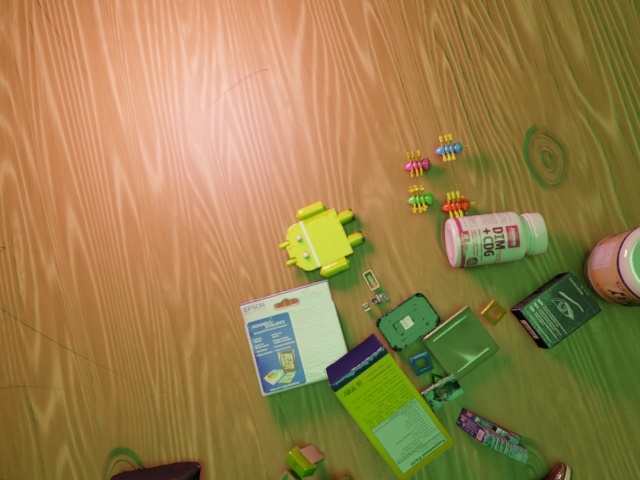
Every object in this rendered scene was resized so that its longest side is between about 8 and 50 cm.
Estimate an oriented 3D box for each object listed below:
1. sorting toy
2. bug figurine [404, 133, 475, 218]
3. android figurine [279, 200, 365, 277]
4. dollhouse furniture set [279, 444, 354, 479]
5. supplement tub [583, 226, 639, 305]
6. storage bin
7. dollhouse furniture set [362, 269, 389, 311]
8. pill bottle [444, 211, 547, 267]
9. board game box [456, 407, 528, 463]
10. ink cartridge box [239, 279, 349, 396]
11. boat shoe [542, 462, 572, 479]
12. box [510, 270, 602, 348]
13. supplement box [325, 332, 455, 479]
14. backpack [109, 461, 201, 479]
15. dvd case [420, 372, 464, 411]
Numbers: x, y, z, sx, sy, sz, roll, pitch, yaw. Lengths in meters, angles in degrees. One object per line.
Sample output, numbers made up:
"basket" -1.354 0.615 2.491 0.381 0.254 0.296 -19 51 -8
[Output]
"sorting toy" 0.443 0.324 1.714 0.348 0.047 0.196 -37 102 0
"bug figurine" 0.389 -0.201 1.792 0.217 0.072 0.278 -6 86 9
"android figurine" 0.000 0.000 1.800 0.273 0.056 0.248 -21 81 -1
"dollhouse furniture set" -0.069 0.811 1.683 0.198 0.151 0.301 37 104 28
"supplement tub" 0.933 0.080 1.589 0.229 0.316 0.228 -1 82 4
"storage bin" 0.277 0.260 1.728 0.180 0.084 0.122 -34 81 -2
"dollhouse furniture set" 0.158 0.158 1.751 0.091 0.081 0.114 -28 81 0
"pill bottle" 0.548 -0.006 1.707 0.283 0.160 0.160 -7 81 3
"board game box" 0.538 0.594 1.630 0.194 0.194 0.060 25 85 -7
"ink cartridge box" -0.077 0.316 1.755 0.304 0.072 0.306 -16 80 3
"boat shoe" 0.653 0.770 1.625 0.095 0.095 0.257 33 86 14
"box" 0.731 0.216 1.690 0.207 0.108 0.153 -35 81 -2
"supplement box" 0.198 0.488 1.612 0.194 0.195 0.356 -36 93 -2
"backpack" -0.491 0.892 1.626 0.291 0.273 0.355 -6 94 -3
"dvd case" 0.383 0.479 1.703 0.120 0.013 0.087 -32 112 0
